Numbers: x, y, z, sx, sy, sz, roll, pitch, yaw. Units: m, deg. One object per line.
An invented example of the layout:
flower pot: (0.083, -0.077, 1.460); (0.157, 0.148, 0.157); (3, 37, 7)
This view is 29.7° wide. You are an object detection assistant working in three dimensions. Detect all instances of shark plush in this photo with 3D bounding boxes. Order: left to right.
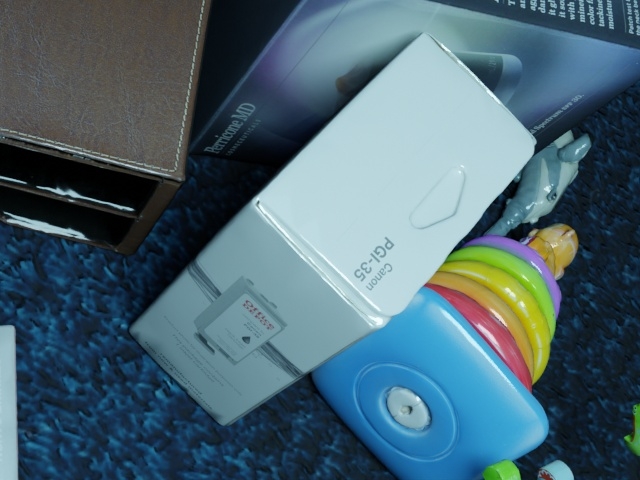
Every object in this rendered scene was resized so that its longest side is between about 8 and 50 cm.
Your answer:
shark plush: (0.197, -0.052, 1.158); (0.067, 0.073, 0.161); (32, 79, 12)

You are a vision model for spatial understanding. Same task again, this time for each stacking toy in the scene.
stacking toy: (0.146, 0.060, 1.027); (0.166, 0.175, 0.302); (48, 46, 1)
stacking toy: (0.184, 0.227, 0.945); (0.167, 0.221, 0.052); (-19, 37, -29)

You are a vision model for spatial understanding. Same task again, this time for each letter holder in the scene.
letter holder: (-0.207, -0.173, 0.941); (0.214, 0.152, 0.302); (14, 64, -18)

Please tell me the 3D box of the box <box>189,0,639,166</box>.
box: (0.069, -0.180, 0.990); (0.294, 0.296, 0.183); (8, 67, -22)

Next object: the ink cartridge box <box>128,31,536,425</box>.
ink cartridge box: (0.000, 0.000, 0.888); (0.117, 0.283, 0.207); (45, 58, -3)

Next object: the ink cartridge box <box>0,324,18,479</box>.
ink cartridge box: (-0.330, 0.200, 0.776); (0.261, 0.066, 0.296); (3, 69, -25)
